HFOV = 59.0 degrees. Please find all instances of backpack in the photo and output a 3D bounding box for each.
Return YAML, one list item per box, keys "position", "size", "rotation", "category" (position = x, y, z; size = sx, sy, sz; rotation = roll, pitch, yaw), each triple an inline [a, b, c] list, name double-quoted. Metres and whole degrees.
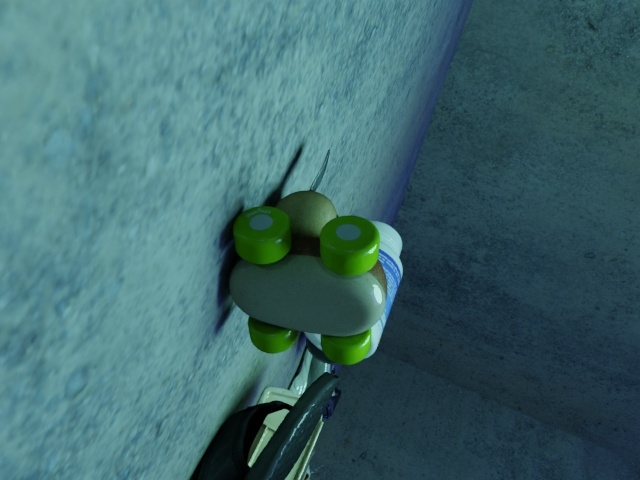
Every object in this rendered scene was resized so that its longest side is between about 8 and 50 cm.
- position: [-0.016, 0.438, 1.602]
  size: [0.120, 0.101, 0.098]
  rotation: [53, 49, -41]
  category: "backpack"

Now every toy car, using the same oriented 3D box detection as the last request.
- position: [0.000, 0.000, 0.577]
  size: [0.188, 0.148, 0.155]
  rotation: [-75, 168, -46]
  category: "toy car"

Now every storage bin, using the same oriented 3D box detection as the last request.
- position: [-0.100, 0.437, 1.030]
  size: [0.262, 0.123, 0.260]
  rotation: [100, 14, -50]
  category: "storage bin"

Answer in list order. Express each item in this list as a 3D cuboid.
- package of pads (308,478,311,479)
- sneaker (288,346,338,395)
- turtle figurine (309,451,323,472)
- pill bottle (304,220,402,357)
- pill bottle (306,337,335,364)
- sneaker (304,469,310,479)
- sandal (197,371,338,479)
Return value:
- position: [-0.125, 0.806, 1.552]
  size: [0.296, 0.101, 0.229]
  rotation: [-46, -178, 28]
  category: "package of pads"
- position: [0.003, 0.308, 1.373]
  size: [0.100, 0.107, 0.272]
  rotation: [49, 62, -78]
  category: "sneaker"
- position: [-0.093, 0.722, 1.760]
  size: [0.234, 0.118, 0.175]
  rotation: [-53, 156, 0]
  category: "turtle figurine"
- position: [0.078, 0.089, 1.136]
  size: [0.152, 0.152, 0.272]
  rotation: [102, 12, -48]
  category: "pill bottle"
- position: [0.049, 0.168, 1.256]
  size: [0.219, 0.122, 0.123]
  rotation: [-55, 164, -55]
  category: "pill bottle"
- position: [-0.074, 0.609, 1.586]
  size: [0.290, 0.123, 0.106]
  rotation: [-57, 164, -54]
  category: "sneaker"
- position: [-0.125, 0.327, 0.757]
  size: [0.446, 0.107, 0.168]
  rotation: [-46, 161, -35]
  category: "sandal"
